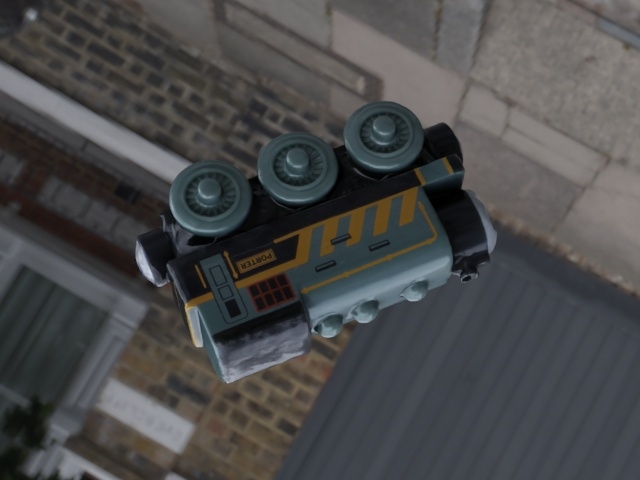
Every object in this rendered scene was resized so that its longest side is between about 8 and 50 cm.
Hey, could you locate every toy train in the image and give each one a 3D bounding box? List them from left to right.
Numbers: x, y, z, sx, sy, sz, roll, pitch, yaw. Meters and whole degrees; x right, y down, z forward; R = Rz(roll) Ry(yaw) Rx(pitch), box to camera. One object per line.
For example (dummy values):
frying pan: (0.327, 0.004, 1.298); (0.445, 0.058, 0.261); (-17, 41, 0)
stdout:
toy train: (0.000, 0.000, 1.177); (0.142, 0.334, 0.190); (95, 152, -64)
